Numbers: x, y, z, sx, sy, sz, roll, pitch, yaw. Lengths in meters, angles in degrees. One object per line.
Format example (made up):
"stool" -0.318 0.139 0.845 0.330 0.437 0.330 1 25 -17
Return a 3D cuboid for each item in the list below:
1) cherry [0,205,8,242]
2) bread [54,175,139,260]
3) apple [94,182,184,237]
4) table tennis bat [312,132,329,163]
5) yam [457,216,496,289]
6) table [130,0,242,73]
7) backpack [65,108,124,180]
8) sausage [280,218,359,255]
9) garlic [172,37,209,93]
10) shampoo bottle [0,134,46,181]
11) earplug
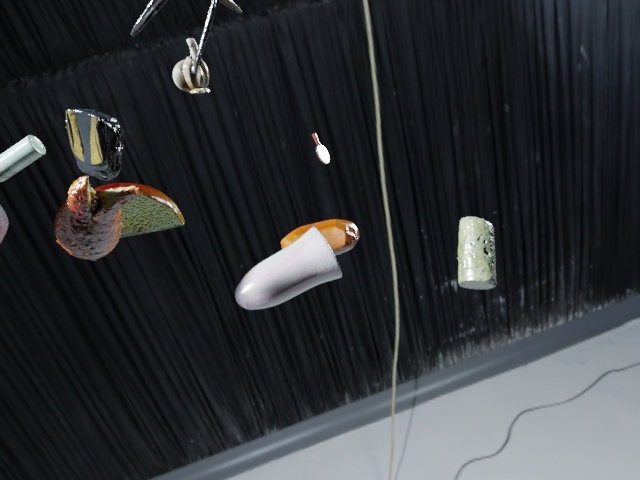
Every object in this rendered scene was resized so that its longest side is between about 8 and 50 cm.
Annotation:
"cherry" -0.833 -0.042 1.200 0.213 0.266 0.183 -10 27 48
"bread" -0.489 -0.039 1.117 0.139 0.095 0.269 5 -29 -33
"apple" -0.634 -0.098 1.707 0.345 0.179 0.254 -10 4 -3
"table tennis bat" -0.001 -0.428 2.436 0.019 0.155 0.098 -22 4 34
"yam" 0.441 0.035 1.473 0.107 0.107 0.194 -3 72 22
"table" -0.432 -0.685 1.591 0.249 0.317 0.317 -56 28 10
"backpack" -0.764 -0.325 1.784 0.206 0.259 0.133 18 29 19
"sausage" 0.000 0.000 1.721 0.258 0.133 0.133 -14 27 4
"garlic" -0.474 -0.627 1.887 0.127 0.194 0.131 10 30 21
"shampoo bottle" -0.755 -0.179 1.248 0.195 0.056 0.056 -32 27 6
"earplug" -0.108 0.106 1.516 0.301 0.172 0.172 -29 30 -10
